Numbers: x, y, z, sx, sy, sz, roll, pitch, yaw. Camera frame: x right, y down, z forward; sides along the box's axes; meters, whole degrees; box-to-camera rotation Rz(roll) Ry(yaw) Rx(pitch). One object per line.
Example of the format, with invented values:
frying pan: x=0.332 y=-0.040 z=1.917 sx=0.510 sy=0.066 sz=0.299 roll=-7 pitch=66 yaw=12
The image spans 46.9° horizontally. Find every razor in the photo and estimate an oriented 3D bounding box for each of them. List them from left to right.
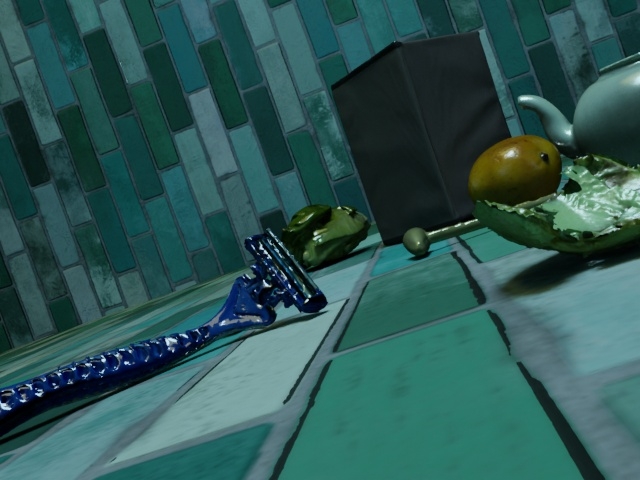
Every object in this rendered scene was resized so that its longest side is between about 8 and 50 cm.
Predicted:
razor: x=-0.152 y=0.092 z=0.567 sx=0.324 sy=0.093 sz=0.056 roll=-25 pitch=-37 yaw=-26

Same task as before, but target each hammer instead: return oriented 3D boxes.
hammer: x=0.183 y=-0.023 z=0.769 sx=0.195 sy=0.028 sz=0.060 roll=-18 pitch=7 yaw=1

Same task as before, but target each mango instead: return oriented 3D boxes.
mango: x=0.234 y=-0.076 z=0.889 sx=0.115 sy=0.089 sz=0.165 roll=-29 pitch=-5 yaw=18

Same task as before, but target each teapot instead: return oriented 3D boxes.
teapot: x=0.380 y=-0.153 z=0.823 sx=0.295 sy=0.129 sz=0.193 roll=-18 pitch=2 yaw=31

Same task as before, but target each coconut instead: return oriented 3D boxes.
coconut: x=0.169 y=-0.026 z=0.427 sx=0.158 sy=0.055 sz=0.133 roll=-18 pitch=1 yaw=12

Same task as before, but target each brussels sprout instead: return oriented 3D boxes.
brussels sprout: x=-0.001 y=-0.003 z=1.191 sx=0.181 sy=0.100 sz=0.139 roll=-34 pitch=-9 yaw=-39

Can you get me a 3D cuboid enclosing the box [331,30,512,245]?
box: x=0.154 y=-0.143 z=1.055 sx=0.153 sy=0.252 sz=0.188 roll=-19 pitch=0 yaw=-30
